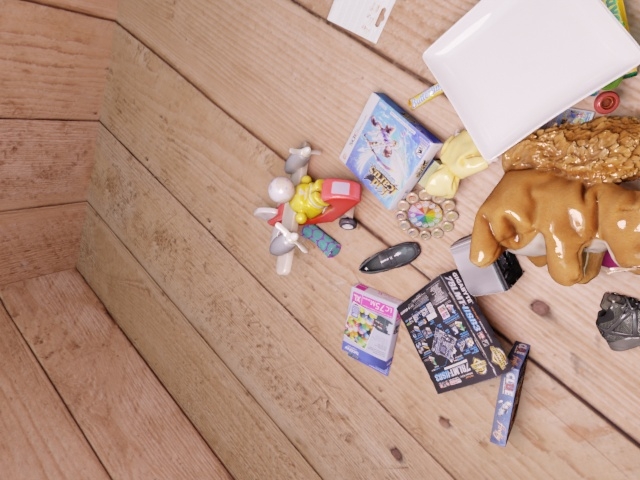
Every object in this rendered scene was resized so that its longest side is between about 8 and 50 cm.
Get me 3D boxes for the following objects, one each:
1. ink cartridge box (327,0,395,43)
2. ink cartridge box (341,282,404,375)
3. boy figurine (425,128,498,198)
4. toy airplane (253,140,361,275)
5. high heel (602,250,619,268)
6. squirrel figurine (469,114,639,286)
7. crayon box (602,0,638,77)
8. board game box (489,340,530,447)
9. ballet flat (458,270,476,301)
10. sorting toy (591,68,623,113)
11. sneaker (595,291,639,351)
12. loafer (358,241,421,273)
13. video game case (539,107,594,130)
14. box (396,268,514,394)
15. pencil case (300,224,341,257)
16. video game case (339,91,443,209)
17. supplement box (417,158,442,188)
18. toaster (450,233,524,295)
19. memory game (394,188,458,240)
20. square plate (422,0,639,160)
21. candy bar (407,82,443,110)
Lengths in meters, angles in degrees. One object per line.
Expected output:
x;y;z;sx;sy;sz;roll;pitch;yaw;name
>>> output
0.128;-0.710;1.261;0.180;0.045;0.145;30;119;7;ink cartridge box
0.178;0.326;1.470;0.186;0.065;0.310;20;115;32;ink cartridge box
0.390;-0.227;1.086;0.285;0.092;0.177;-57;35;16;boy figurine
-0.088;-0.126;1.385;0.384;0.273;0.386;-48;48;8;toy airplane
0.760;0.037;0.880;0.378;0.181;0.127;2;104;36;high heel
0.577;-0.094;0.888;0.371;0.281;0.395;3;84;60;squirrel figurine
0.590;-0.480;0.936;0.166;0.081;0.277;-12;94;38;crayon box
0.534;0.427;1.162;0.042;0.165;0.242;13;110;33;board game box
0.430;0.203;1.244;0.078;0.077;0.230;-3;99;20;ballet flat
0.612;-0.326;0.896;0.061;0.042;0.101;-3;110;17;sorting toy
0.763;0.166;0.972;0.130;0.087;0.228;54;132;5;sneaker
0.224;0.065;1.353;0.223;0.078;0.076;-25;87;38;loafer
0.596;-0.286;1.027;0.122;0.011;0.087;23;114;30;video game case
0.366;0.272;1.193;0.293;0.074;0.295;64;155;20;box
0.000;0.000;1.513;0.152;0.065;0.070;41;106;22;pencil case
0.199;-0.270;1.254;0.269;0.061;0.244;52;133;28;video game case
0.346;-0.182;1.212;0.083;0.056;0.083;45;124;19;supplement box
0.452;0.047;1.122;0.110;0.168;0.185;-26;87;40;toaster
0.314;-0.074;1.235;0.187;0.012;0.186;9;130;11;memory game
0.454;-0.416;0.945;0.347;0.049;0.343;-36;71;36;square plate
0.323;-0.427;1.191;0.162;0.018;0.040;-23;87;38;candy bar
